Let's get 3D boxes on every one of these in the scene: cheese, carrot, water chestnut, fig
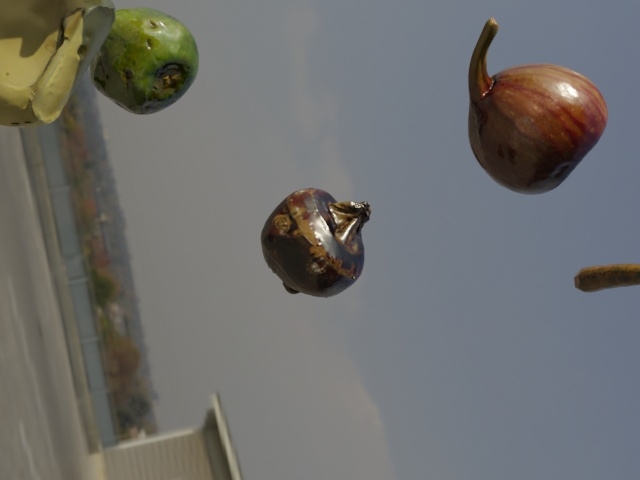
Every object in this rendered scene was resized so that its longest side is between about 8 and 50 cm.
[{"bbox_3d":[-0.485,-0.315,1.598,0.260,0.315,0.128,-61,164,-15],"label":"cheese"},{"bbox_3d":[0.443,0.056,1.594,0.170,0.042,0.042,-11,-90,65],"label":"carrot"},{"bbox_3d":[0.000,0.000,2.086,0.223,0.238,0.224,42,27,-28],"label":"water chestnut"},{"bbox_3d":[0.248,-0.162,1.348,0.175,0.207,0.175,-56,-168,19],"label":"fig"},{"bbox_3d":[-0.371,-0.373,2.028,0.275,0.206,0.206,43,-32,30],"label":"fig"}]
